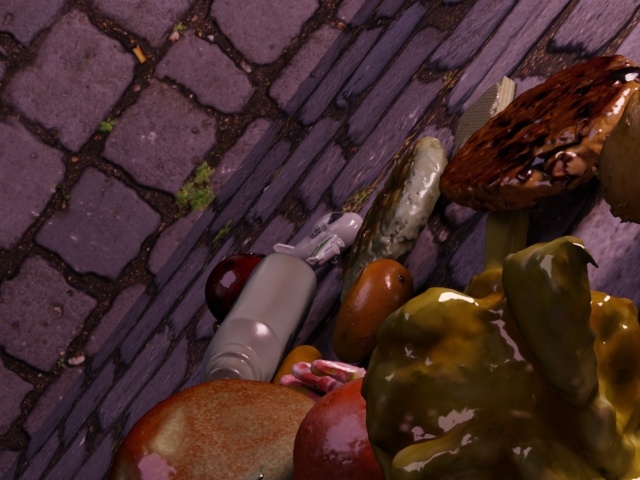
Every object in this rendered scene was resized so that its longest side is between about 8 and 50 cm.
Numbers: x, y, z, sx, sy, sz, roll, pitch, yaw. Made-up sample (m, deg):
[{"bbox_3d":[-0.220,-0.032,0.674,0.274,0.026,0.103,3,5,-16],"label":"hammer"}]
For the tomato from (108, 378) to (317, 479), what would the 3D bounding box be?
[{"bbox_3d":[-0.099,0.318,1.538,0.303,0.303,0.239,-52,24,6],"label":"tomato"}]

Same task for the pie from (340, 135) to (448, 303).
[{"bbox_3d":[0.115,-0.033,2.111,0.306,0.071,0.306,-57,8,13],"label":"pie"}]

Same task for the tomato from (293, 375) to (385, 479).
[{"bbox_3d":[0.076,0.243,1.393,0.184,0.208,0.208,-19,34,39],"label":"tomato"}]

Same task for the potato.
[{"bbox_3d":[0.380,-0.094,1.337,0.300,0.140,0.173,172,102,-72],"label":"potato"}]

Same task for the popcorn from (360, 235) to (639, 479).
[{"bbox_3d":[0.189,0.163,1.135,0.290,0.325,0.321,-57,-29,0],"label":"popcorn"}]

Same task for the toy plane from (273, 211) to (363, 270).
[{"bbox_3d":[0.002,0.002,2.394,0.174,0.080,0.174,-34,16,11],"label":"toy plane"}]

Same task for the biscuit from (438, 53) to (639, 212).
[{"bbox_3d":[0.301,-0.131,1.730,0.289,0.081,0.334,-40,16,-10],"label":"biscuit"}]

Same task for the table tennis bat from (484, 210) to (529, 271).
[{"bbox_3d":[0.221,0.079,1.629,0.224,0.054,0.369,-41,23,34],"label":"table tennis bat"}]

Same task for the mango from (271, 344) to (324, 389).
[{"bbox_3d":[-0.034,0.218,2.053,0.098,0.075,0.190,-45,10,21],"label":"mango"}]

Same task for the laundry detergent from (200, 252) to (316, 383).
[{"bbox_3d":[-0.118,0.182,2.136,0.264,0.124,0.398,-62,0,17],"label":"laundry detergent"}]

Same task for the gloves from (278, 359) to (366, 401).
[{"bbox_3d":[0.028,0.234,1.736,0.241,0.126,0.145,-170,92,-71],"label":"gloves"}]

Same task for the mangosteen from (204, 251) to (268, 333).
[{"bbox_3d":[-0.132,0.119,2.423,0.200,0.200,0.200,-49,15,18],"label":"mangosteen"}]

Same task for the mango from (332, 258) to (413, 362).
[{"bbox_3d":[0.073,0.104,1.946,0.165,0.089,0.115,-59,14,-9],"label":"mango"}]

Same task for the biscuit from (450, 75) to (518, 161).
[{"bbox_3d":[0.255,-0.169,2.109,0.121,0.040,0.199,-45,18,39],"label":"biscuit"}]
